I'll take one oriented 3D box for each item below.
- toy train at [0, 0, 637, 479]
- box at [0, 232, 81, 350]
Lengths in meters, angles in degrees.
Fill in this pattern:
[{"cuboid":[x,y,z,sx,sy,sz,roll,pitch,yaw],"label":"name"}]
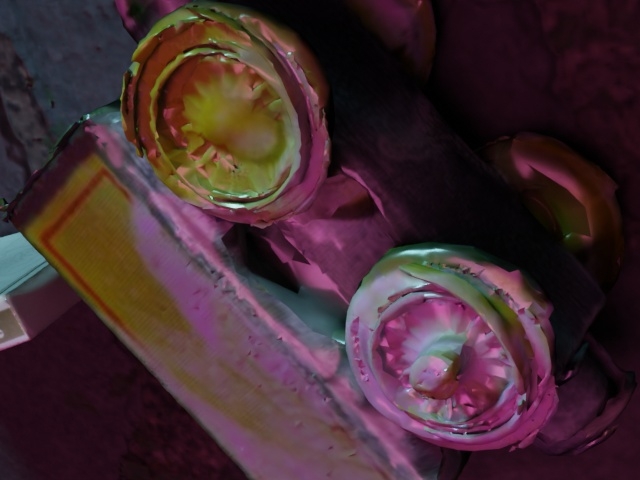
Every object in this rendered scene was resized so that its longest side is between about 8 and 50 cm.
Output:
[{"cuboid":[0.000,0.000,0.455,0.261,0.134,0.177,48,126,-2],"label":"toy train"},{"cuboid":[-0.189,0.030,0.582,0.198,0.109,0.029,-12,109,31],"label":"box"}]
